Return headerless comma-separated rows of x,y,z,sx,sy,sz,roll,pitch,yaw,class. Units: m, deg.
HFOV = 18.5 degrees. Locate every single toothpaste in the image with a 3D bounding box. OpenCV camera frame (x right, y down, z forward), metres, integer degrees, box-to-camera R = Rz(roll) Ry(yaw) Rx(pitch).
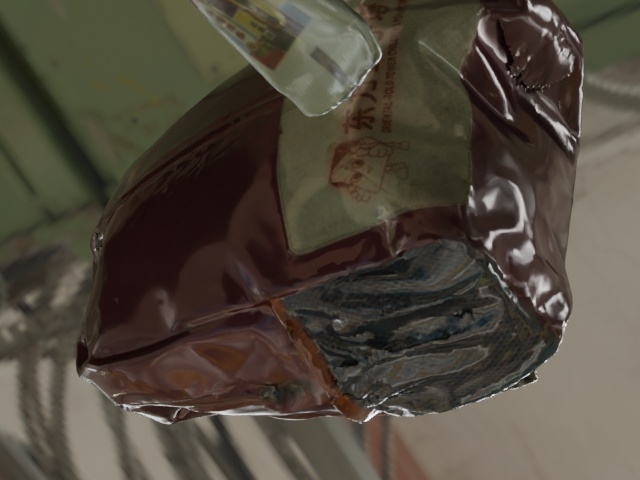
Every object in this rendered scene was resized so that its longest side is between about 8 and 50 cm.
-0.076,-0.143,0.656,0.037,0.255,0.067,-43,179,-28,toothpaste

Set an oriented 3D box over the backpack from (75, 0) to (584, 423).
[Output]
0.000,0.000,1.140,0.317,0.197,0.283,-25,-147,30,backpack
